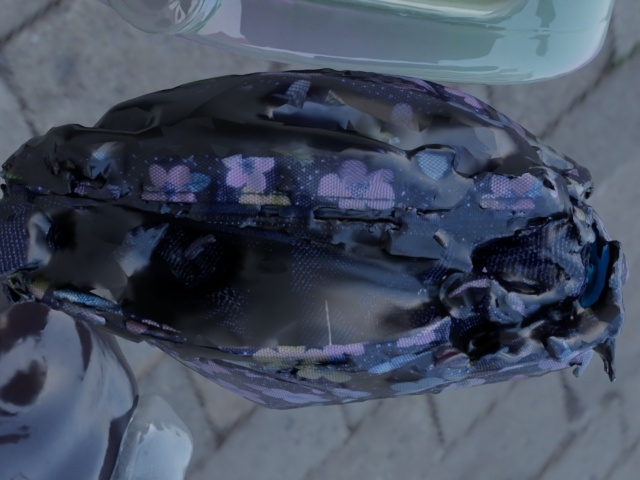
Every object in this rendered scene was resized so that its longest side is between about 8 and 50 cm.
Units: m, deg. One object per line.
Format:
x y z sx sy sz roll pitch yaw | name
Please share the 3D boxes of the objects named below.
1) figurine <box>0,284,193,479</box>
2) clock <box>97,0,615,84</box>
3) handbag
-0.291 0.104 1.223 0.218 0.365 0.206 -40 129 -39 | figurine
-0.015 -0.185 0.892 0.324 0.265 0.109 6 122 -6 | clock
0.000 0.000 0.658 0.208 0.228 0.127 37 57 -79 | handbag
